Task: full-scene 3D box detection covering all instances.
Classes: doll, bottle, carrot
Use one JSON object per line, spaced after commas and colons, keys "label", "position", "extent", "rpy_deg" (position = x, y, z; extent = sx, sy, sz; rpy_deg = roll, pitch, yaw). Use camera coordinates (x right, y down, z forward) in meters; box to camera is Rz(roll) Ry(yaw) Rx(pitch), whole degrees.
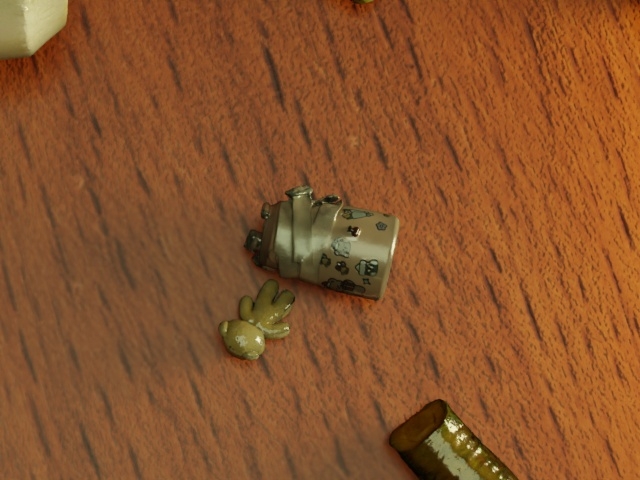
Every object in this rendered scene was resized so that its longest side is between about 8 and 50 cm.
{"label": "doll", "position": [-0.062, 0.082, 1.914], "extent": [0.061, 0.051, 0.093], "rpy_deg": [35, 78, 7]}
{"label": "bottle", "position": [0.000, 0.001, 1.913], "extent": [0.152, 0.099, 0.099], "rpy_deg": [14, 80, 0]}
{"label": "carrot", "position": [0.150, 0.244, 1.897], "extent": [0.082, 0.082, 0.173], "rpy_deg": [-44, 91, -10]}

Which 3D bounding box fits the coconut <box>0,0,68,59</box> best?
{"label": "coconut", "position": [-0.364, -0.282, 1.861], "extent": [0.241, 0.241, 0.241], "rpy_deg": [1, 81, -6]}

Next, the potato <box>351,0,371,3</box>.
{"label": "potato", "position": [0.004, -0.331, 1.969], "extent": [0.105, 0.085, 0.188], "rpy_deg": [-41, 92, -8]}
